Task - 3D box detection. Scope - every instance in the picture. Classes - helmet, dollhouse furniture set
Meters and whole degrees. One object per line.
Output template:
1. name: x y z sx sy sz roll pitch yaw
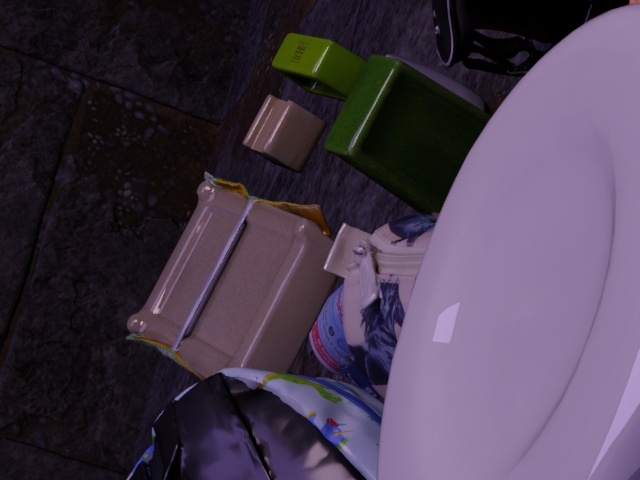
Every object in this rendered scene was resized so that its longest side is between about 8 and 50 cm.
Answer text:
1. helmet: 0.169 -0.223 1.289 0.169 0.169 0.161 -90 8 -52
2. dollhouse furniture set: 0.000 0.000 1.291 0.197 0.151 0.301 23 84 57

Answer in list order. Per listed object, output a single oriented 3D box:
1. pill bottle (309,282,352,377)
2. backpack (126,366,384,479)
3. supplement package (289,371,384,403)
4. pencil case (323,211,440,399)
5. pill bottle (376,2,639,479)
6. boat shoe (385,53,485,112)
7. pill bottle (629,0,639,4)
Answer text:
1. pill bottle: 0.057 0.066 1.465 0.160 0.087 0.087 132 153 -56
2. backpack: 0.011 0.244 1.002 0.273 0.355 0.290 -5 -50 -58
3. supplement package: -0.014 0.235 1.278 0.149 0.203 0.194 -96 30 -60
4. pencil case: 0.140 0.044 1.015 0.410 0.184 0.160 166 123 -71
5. pill bottle: 0.201 0.070 0.465 0.188 0.334 0.188 -161 90 -75
6. boat shoe: 0.107 -0.087 1.465 0.102 0.108 0.301 -63 23 19
7. pill bottle: 0.253 -0.080 0.641 0.130 0.246 0.130 -160 90 -75
